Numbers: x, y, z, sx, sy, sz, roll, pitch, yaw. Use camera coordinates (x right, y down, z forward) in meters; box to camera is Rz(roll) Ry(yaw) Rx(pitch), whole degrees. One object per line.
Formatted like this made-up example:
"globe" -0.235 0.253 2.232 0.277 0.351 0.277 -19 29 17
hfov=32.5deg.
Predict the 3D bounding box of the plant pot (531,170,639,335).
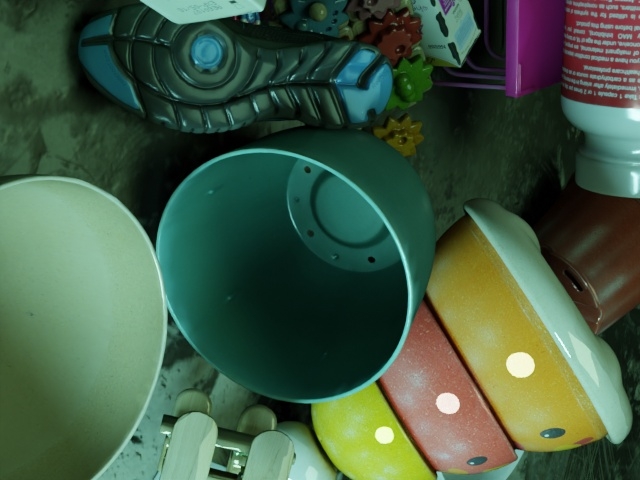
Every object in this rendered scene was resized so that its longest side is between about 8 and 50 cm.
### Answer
"plant pot" 0.464 0.035 1.895 0.265 0.272 0.272 -36 126 -33

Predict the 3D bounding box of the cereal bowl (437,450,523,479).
"cereal bowl" 0.209 0.216 1.680 0.339 0.141 0.339 -18 112 -50

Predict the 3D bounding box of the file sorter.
"file sorter" 0.283 -0.341 1.608 0.291 0.182 0.202 -24 118 -47

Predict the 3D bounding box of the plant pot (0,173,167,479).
"plant pot" -0.299 0.075 0.935 0.284 0.191 0.284 -17 112 -51

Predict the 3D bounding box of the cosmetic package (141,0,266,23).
"cosmetic package" -0.104 -0.365 0.958 0.160 0.113 0.309 29 67 -48

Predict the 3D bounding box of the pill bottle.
"pill bottle" 0.447 -0.274 1.499 0.229 0.229 0.407 -21 116 -49

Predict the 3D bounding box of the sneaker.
"sneaker" -0.098 -0.178 1.179 0.341 0.140 0.125 6 100 -27

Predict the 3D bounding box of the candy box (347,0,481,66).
"candy box" 0.085 -0.324 1.371 0.071 0.159 0.233 -60 138 -25

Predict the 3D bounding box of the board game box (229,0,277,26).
"board game box" -0.086 -0.266 1.265 0.133 0.033 0.168 -58 138 -26

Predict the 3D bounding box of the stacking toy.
"stacking toy" 0.112 0.202 1.388 0.480 0.350 0.350 -32 135 5

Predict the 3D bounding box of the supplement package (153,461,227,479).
"supplement package" -0.154 0.350 1.264 0.179 0.105 0.105 -61 140 -23

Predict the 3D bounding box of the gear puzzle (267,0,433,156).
"gear puzzle" 0.058 -0.196 1.370 0.175 0.044 0.339 -25 140 -1

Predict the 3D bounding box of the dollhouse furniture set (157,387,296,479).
"dollhouse furniture set" -0.140 0.169 1.121 0.212 0.242 0.161 162 -58 -83

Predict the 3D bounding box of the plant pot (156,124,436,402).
"plant pot" 0.000 0.000 1.247 0.235 0.293 0.293 -44 133 -58
